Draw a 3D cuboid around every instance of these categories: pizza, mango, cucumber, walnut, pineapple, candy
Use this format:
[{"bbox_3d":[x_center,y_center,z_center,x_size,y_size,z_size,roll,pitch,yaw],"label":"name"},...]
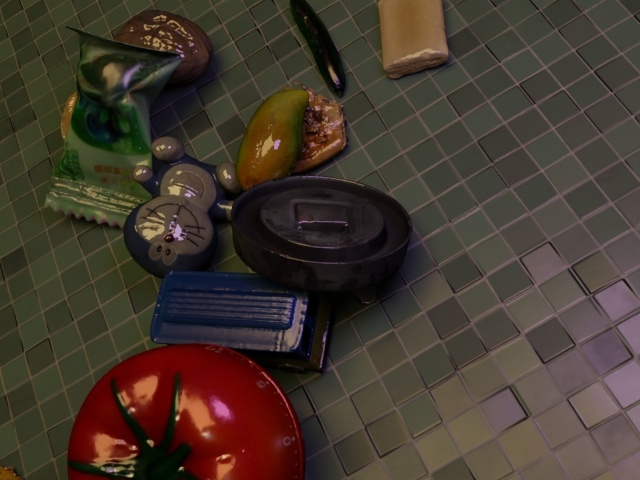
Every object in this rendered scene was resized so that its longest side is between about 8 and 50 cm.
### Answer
[{"bbox_3d":[-0.024,-0.242,1.731,0.147,0.069,0.226,-12,62,17],"label":"pizza"},{"bbox_3d":[-0.087,-0.194,1.649,0.125,0.111,0.232,23,79,32],"label":"mango"},{"bbox_3d":[-0.003,-0.421,1.819,0.056,0.056,0.284,-27,63,7],"label":"cucumber"},{"bbox_3d":[-0.338,-0.422,1.884,0.230,0.178,0.178,17,72,25],"label":"walnut"},{"bbox_3d":[-0.613,0.485,1.601,0.114,0.077,0.114,21,88,32],"label":"pineapple"},{"bbox_3d":[-0.440,-0.228,1.792,0.263,0.172,0.397,12,91,22],"label":"candy"}]

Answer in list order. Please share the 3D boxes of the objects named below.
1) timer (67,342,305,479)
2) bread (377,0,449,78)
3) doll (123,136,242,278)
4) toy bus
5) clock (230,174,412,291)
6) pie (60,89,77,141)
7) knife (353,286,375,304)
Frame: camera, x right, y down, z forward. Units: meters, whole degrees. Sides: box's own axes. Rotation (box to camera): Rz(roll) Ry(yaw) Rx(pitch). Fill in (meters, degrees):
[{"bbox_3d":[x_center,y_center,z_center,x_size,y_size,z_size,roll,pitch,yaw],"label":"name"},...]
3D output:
[{"bbox_3d":[-0.210,0.353,1.371,0.378,0.279,0.377,-3,82,19],"label":"timer"},{"bbox_3d":[0.188,-0.424,1.742,0.140,0.060,0.178,-9,63,18],"label":"bread"},{"bbox_3d":[-0.277,-0.051,1.676,0.228,0.154,0.258,23,60,-8],"label":"doll"},{"bbox_3d":[-0.135,0.145,1.519,0.288,0.175,0.138,1,67,21],"label":"toy bus"},{"bbox_3d":[0.001,-0.020,1.507,0.319,0.066,0.319,4,31,-2],"label":"clock"},{"bbox_3d":[-0.512,-0.278,1.945,0.185,0.052,0.218,-16,63,10],"label":"pie"},{"bbox_3d":[0.002,-0.002,1.631,0.081,0.043,0.336,-43,64,-9],"label":"knife"}]
